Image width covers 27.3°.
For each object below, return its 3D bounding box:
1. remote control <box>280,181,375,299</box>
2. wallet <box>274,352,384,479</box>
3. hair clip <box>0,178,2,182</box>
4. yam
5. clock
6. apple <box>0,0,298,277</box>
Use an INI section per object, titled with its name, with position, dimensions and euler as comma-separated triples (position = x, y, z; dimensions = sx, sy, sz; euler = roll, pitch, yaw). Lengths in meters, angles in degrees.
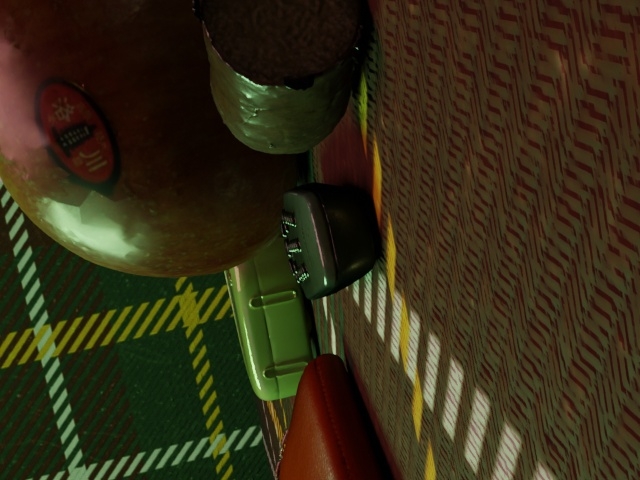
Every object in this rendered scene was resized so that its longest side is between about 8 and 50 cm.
[remote control]
position = 0.000, 0.000, 0.816
dimensions = 0.222, 0.042, 0.072
euler = 166, 91, -85
[wallet]
position = 0.010, 0.195, 0.963
dimensions = 0.204, 0.045, 0.142
euler = -111, 31, -61
[hair clip]
position = -0.236, -0.173, 1.582
dimensions = 0.318, 0.392, 0.239
euler = -120, 45, -74
[yam]
position = -0.019, -0.092, 0.654
dimensions = 0.127, 0.084, 0.084
euler = 87, 170, -78
[clock]
position = -0.059, 0.036, 1.307
dimensions = 0.232, 0.069, 0.170
euler = -111, 10, -62
[apple]
position = -0.154, -0.116, 1.028
dimensions = 0.277, 0.250, 0.309
euler = 141, 114, -83
